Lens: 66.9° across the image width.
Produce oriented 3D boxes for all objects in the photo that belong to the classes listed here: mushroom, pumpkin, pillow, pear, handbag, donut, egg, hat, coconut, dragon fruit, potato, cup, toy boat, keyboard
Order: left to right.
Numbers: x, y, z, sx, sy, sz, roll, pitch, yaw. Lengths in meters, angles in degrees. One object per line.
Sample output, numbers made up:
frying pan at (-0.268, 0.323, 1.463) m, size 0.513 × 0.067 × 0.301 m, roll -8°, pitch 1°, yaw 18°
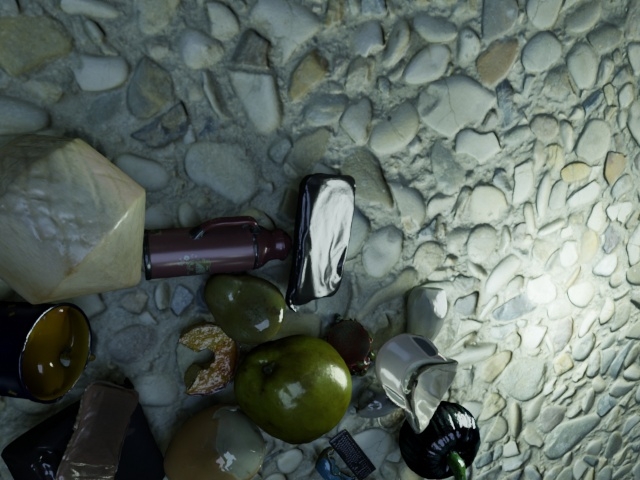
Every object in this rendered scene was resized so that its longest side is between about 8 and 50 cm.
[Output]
cup at (-0.589, 0.227, 0.935) m, size 0.256 × 0.178 × 0.255 m, roll 2°, pitch 135°, yaw 14°
coconut at (-0.461, -0.021, 0.887) m, size 0.328 × 0.329 × 0.329 m, roll -6°, pitch 107°, yaw -20°
handbag at (-0.516, 0.494, 1.092) m, size 0.275 × 0.177 × 0.302 m, roll -44°, pitch 124°, yaw -54°
pillow at (-0.457, 0.404, 1.002) m, size 0.135 × 0.034 × 0.211 m, roll 42°, pitch 51°, yaw -47°
donut at (-0.266, 0.276, 1.169) m, size 0.146 × 0.078 × 0.181 m, roll -10°, pitch 102°, yaw -20°
egg at (-0.256, 0.507, 1.170) m, size 0.244 × 0.201 × 0.201 m, roll -23°, pitch 113°, yaw -4°
potato at (-0.180, 0.149, 1.117) m, size 0.194 × 0.157 × 0.157 m, roll 35°, pitch 90°, yaw -13°
pear at (-0.062, 0.354, 1.172) m, size 0.269 × 0.269 × 0.321 m, roll -46°, pitch 138°, yaw -4°
handbag at (0.000, 0.003, 1.167) m, size 0.191 × 0.074 × 0.333 m, roll -7°, pitch 110°, yaw -52°
toy boat at (0.053, 0.670, 1.409) m, size 0.077 × 0.075 × 0.185 m, roll -42°, pitch 112°, yaw -3°
dragon fruit at (0.077, 0.297, 1.297) m, size 0.138 × 0.142 × 0.175 m, roll -1°, pitch 134°, yaw 18°
keyboard at (0.099, 0.647, 1.457) m, size 0.067 × 0.011 × 0.202 m, roll -36°, pitch 115°, yaw -8°
mushroom at (0.221, 0.436, 1.405) m, size 0.277 × 0.096 × 0.099 m, roll -19°, pitch 156°, yaw -18°
hat at (0.244, 0.376, 1.319) m, size 0.226 × 0.164 × 0.219 m, roll 36°, pitch 72°, yaw 11°
mushroom at (0.281, 0.249, 1.368) m, size 0.118 × 0.103 × 0.270 m, roll 5°, pitch 109°, yaw -24°
pumpkin at (0.365, 0.609, 1.423) m, size 0.247 × 0.248 × 0.248 m, roll -6°, pitch 107°, yaw -20°

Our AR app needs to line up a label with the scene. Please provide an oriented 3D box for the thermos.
thermos at (-0.222, 0.006, 1.085) m, size 0.330 × 0.109 × 0.137 m, roll -4°, pitch 106°, yaw -21°
